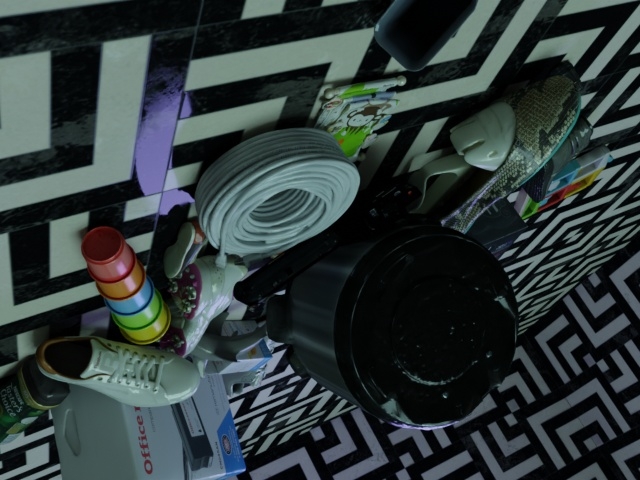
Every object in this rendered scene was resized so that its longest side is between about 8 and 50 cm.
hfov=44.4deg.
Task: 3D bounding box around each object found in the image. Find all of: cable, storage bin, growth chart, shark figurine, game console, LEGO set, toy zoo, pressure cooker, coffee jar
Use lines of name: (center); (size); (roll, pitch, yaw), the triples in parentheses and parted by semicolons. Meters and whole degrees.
cable: (-0.067, -0.071, 1.222); (0.257, 0.089, 0.257); (-19, 154, -8)
storage bin: (0.142, -0.303, 1.014); (0.135, 0.098, 0.091); (-47, -179, 37)
growth chart: (0.047, -0.182, 1.246); (0.172, 0.021, 0.237); (-18, 158, -26)
shark figurine: (-0.171, 0.213, 1.646); (0.278, 0.116, 0.166); (-13, 111, -25)
game console: (0.000, 0.000, 1.366); (0.361, 0.044, 0.213); (-35, -169, -19)
LEGO set: (-0.126, 0.133, 1.750); (0.083, 0.023, 0.054); (-15, 156, -2)
toy zoo: (0.647, -0.156, 2.071); (0.293, 0.030, 0.192); (-26, 159, -8)
pressure cooker: (0.120, 0.146, 1.512); (0.375, 0.370, 0.420); (-51, -163, -12)
coffee jar: (-0.551, 0.294, 1.452); (0.184, 0.096, 0.079); (-38, 158, 18)

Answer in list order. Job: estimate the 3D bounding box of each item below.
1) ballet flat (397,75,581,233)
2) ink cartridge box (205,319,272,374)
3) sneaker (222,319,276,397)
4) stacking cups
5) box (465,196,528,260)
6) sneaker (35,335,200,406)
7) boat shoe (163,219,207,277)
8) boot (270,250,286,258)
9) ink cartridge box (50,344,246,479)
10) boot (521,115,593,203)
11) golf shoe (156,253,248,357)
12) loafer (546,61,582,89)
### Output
ballet flat: (0.286, -0.136, 1.507); (0.182, 0.164, 0.483); (6, 145, -26)
ink cartridge box: (-0.200, 0.240, 1.770); (0.061, 0.104, 0.181); (-39, 157, 24)
sneaker: (-0.153, 0.287, 1.918); (0.262, 0.121, 0.099); (-41, 157, 28)
stacking cups: (-0.317, 0.080, 1.267); (0.096, 0.096, 0.316); (-26, 159, -10)
box: (0.342, 0.007, 1.887); (0.165, 0.143, 0.270); (-20, 157, -28)
sneaker: (-0.352, 0.230, 1.370); (0.290, 0.106, 0.123); (10, 165, -11)
boat shoe: (-0.224, 0.015, 1.312); (0.043, 0.049, 0.137); (-12, 149, -43)
boot: (-0.079, -0.016, 1.417); (0.084, 0.059, 0.158); (-40, 156, 12)
ink cartridge box: (-0.345, 0.375, 1.606); (0.166, 0.285, 0.395); (-23, 162, 18)
boot: (0.557, -0.184, 1.831); (0.161, 0.083, 0.246); (-33, 161, -6)
golf shoe: (-0.227, 0.128, 1.477); (0.140, 0.115, 0.306); (-19, 158, -36)
loafer: (0.457, -0.271, 1.518); (0.062, 0.061, 0.170); (-27, 160, -9)
